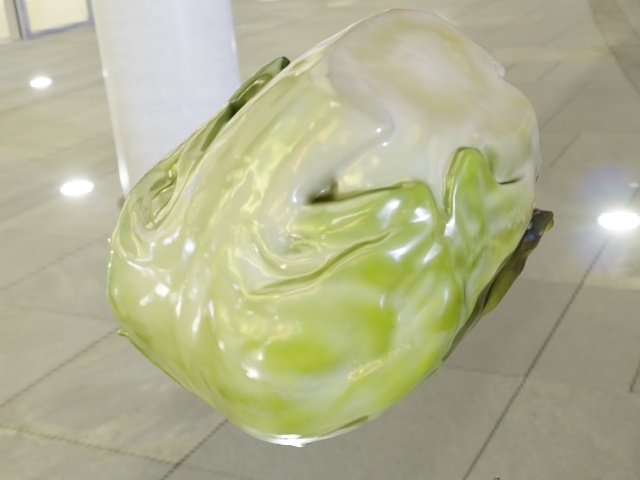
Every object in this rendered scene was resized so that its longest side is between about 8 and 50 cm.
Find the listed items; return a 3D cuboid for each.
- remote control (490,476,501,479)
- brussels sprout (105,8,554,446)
[{"bbox_3d":[0.044,0.184,0.515,0.152,0.043,0.027,-34,16,-2],"label":"remote control"},{"bbox_3d":[0.000,0.000,0.685,0.247,0.328,0.328,36,23,-3],"label":"brussels sprout"}]
